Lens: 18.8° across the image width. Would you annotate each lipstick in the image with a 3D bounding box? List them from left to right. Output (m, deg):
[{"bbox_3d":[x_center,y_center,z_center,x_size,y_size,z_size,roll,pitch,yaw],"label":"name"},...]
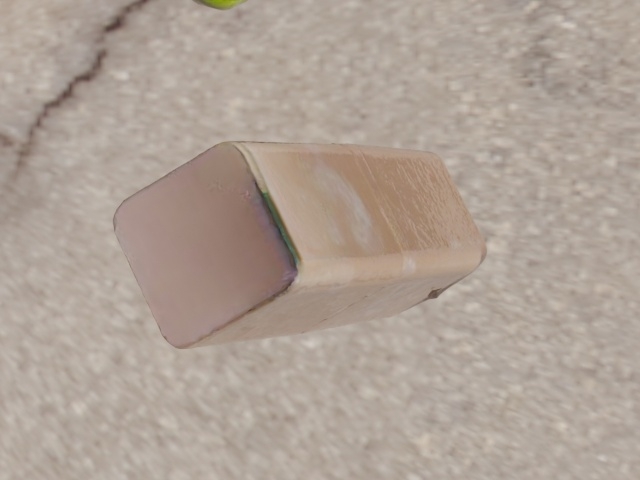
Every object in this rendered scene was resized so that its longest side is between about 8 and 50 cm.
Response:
[{"bbox_3d":[0.000,0.000,0.547,0.045,0.145,0.045,-28,81,22],"label":"lipstick"}]

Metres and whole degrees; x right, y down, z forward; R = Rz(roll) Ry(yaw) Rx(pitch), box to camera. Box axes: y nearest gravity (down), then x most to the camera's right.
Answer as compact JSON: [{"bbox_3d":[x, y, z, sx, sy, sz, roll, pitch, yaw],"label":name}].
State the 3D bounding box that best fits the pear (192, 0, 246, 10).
[{"bbox_3d":[-0.053,-0.281,1.452,0.187,0.187,0.220,17,94,-18],"label":"pear"}]
